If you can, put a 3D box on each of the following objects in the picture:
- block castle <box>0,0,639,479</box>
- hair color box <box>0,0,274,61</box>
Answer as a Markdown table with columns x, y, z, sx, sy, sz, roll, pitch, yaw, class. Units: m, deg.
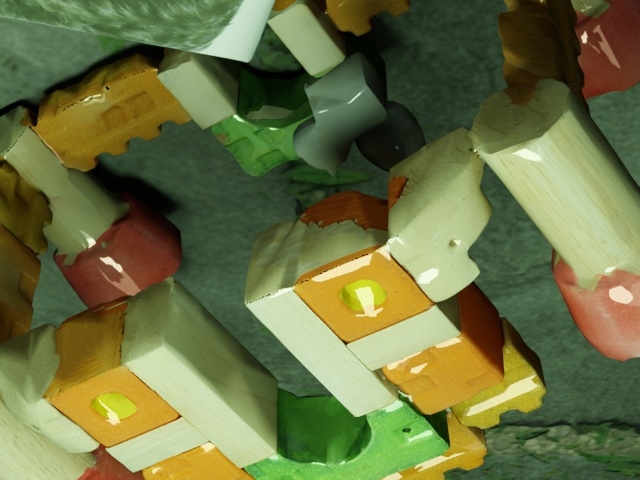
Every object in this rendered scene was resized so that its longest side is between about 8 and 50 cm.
| x | y | z | sx | sy | sz | roll | pitch | yaw | class |
| --- | --- | --- | --- | --- | --- | --- | --- | --- | --- |
| 0.000 | 0.000 | 0.989 | 0.453 | 0.303 | 0.213 | -24 | 129 | 22 | block castle |
| -0.073 | -0.268 | 0.806 | 0.185 | 0.113 | 0.374 | 9 | 139 | -15 | hair color box |
